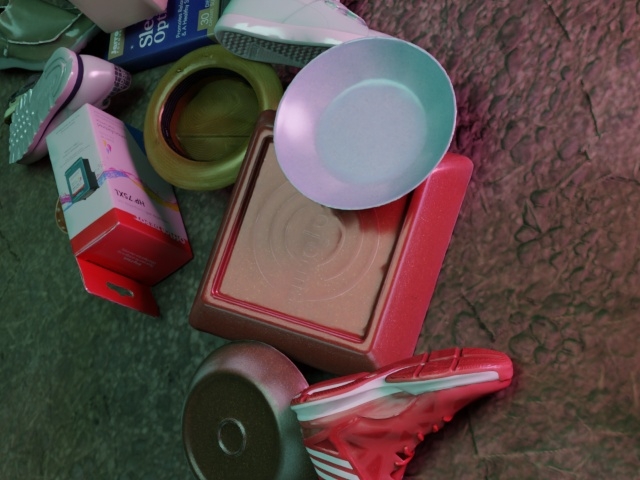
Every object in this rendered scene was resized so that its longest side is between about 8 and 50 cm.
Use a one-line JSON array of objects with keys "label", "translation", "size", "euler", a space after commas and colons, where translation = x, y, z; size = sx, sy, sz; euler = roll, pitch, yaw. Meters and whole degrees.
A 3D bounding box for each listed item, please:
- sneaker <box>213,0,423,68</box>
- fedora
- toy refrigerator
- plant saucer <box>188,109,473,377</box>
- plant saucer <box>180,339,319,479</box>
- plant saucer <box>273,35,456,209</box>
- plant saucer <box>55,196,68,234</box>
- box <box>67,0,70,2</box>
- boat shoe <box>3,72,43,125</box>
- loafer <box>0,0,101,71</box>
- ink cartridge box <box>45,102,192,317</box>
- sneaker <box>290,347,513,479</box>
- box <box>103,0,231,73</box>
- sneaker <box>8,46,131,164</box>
[{"label": "sneaker", "translation": [0.022, -0.259, 1.485], "size": [0.256, 0.094, 0.151], "euler": [17, 70, 18]}, {"label": "fedora", "translation": [-0.113, -0.135, 1.565], "size": [0.194, 0.079, 0.194], "euler": [-9, 71, 27]}, {"label": "toy refrigerator", "translation": [-0.243, -0.411, 1.732], "size": [0.102, 0.094, 0.269], "euler": [-14, 53, 33]}, {"label": "plant saucer", "translation": [0.000, 0.000, 1.408], "size": [0.259, 0.048, 0.258], "euler": [16, 83, 23]}, {"label": "plant saucer", "translation": [-0.083, 0.204, 1.406], "size": [0.198, 0.036, 0.198], "euler": [2, 94, 38]}, {"label": "plant saucer", "translation": [0.048, -0.115, 1.375], "size": [0.195, 0.037, 0.195], "euler": [-7, 67, 16]}, {"label": "plant saucer", "translation": [-0.309, -0.046, 1.731], "size": [0.083, 0.013, 0.083], "euler": [-15, 64, 34]}, {"label": "box", "translation": [-0.379, -0.389, 1.842], "size": [0.137, 0.126, 0.072], "euler": [37, 98, 41]}, {"label": "boat shoe", "translation": [-0.376, -0.204, 1.815], "size": [0.152, 0.056, 0.049], "euler": [-24, 65, 29]}, {"label": "loafer", "translation": [-0.400, -0.287, 1.826], "size": [0.251, 0.087, 0.094], "euler": [-2, 40, 38]}, {"label": "ink cartridge box", "translation": [-0.235, -0.034, 1.590], "size": [0.078, 0.134, 0.231], "euler": [-35, 56, 22]}, {"label": "sneaker", "translation": [0.091, 0.185, 1.311], "size": [0.221, 0.087, 0.128], "euler": [-13, 98, 18]}, {"label": "box", "translation": [-0.206, -0.294, 1.733], "size": [0.225, 0.036, 0.136], "euler": [-12, 66, 36]}, {"label": "sneaker", "translation": [-0.337, -0.162, 1.757], "size": [0.235, 0.095, 0.090], "euler": [-35, 58, 47]}]
